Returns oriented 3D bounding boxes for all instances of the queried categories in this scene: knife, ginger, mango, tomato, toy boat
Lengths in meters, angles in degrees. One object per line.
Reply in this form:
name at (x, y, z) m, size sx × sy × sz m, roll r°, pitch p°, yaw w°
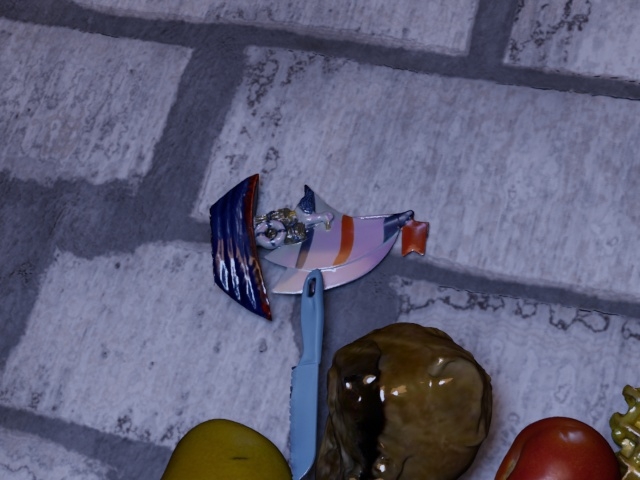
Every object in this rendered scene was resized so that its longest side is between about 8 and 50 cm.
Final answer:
knife at (-0.019, 0.175, 1.799) m, size 0.044 × 0.019 × 0.313 m, roll -8°, pitch 57°, yaw 17°
ginger at (0.106, 0.238, 1.710) m, size 0.223 × 0.200 × 0.269 m, roll -1°, pitch 103°, yaw -13°
mango at (-0.133, 0.373, 1.725) m, size 0.211 × 0.173 × 0.317 m, roll -2°, pitch 54°, yaw 15°
tomato at (0.286, 0.309, 1.639) m, size 0.136 × 0.195 × 0.195 m, roll 28°, pitch 74°, yaw 2°
toy boat at (-0.018, 0.022, 1.924) m, size 0.318 × 0.072 × 0.219 m, roll 16°, pitch 68°, yaw 10°

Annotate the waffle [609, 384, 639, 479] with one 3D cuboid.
waffle at (0.490, 0.279, 1.680) m, size 0.291 × 0.051 × 0.291 m, roll -5°, pitch 68°, yaw 11°
